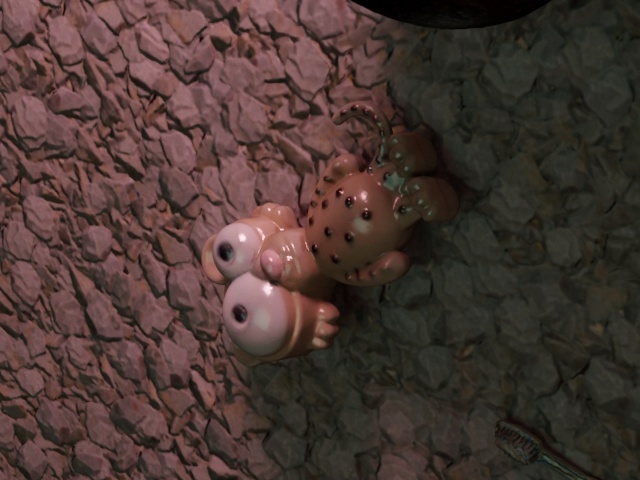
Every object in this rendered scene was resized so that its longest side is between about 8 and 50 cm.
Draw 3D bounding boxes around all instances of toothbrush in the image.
[{"bbox_3d":[0.274,0.244,1.262,0.294,0.028,0.026,32,124,16],"label":"toothbrush"}]

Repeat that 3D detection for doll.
[{"bbox_3d":[0.001,0.001,1.307,0.278,0.119,0.154,-45,66,31],"label":"doll"}]

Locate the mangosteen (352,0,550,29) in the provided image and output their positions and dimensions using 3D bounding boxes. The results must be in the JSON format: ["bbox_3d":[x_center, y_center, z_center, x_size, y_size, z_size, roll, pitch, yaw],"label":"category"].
[{"bbox_3d":[0.077,-0.300,1.016,0.330,0.330,0.330,13,114,31],"label":"mangosteen"}]
